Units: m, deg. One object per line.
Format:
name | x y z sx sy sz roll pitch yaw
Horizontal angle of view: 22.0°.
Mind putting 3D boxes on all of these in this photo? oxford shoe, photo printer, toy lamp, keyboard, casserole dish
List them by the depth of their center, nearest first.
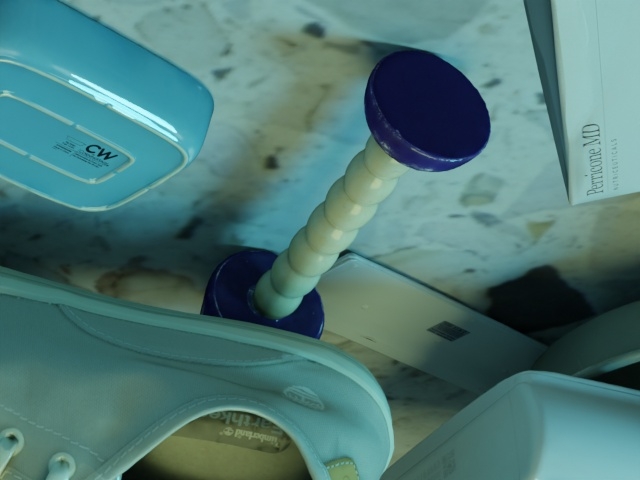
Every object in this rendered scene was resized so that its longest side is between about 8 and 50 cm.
casserole dish | -0.138 -0.065 0.844 0.114 0.037 0.188 -27 144 32
oxford shoe | -0.179 0.106 0.906 0.449 0.130 0.169 8 123 -4
toy lamp | 0.000 0.000 0.941 0.080 0.080 0.275 10 144 -26
keyboard | 0.079 0.064 1.125 0.072 0.014 0.256 -34 140 30
photo printer | 0.203 0.200 1.127 0.307 0.107 0.256 13 144 -24

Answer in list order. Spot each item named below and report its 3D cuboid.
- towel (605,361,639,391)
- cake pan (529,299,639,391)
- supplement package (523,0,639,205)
towel | 0.298 0.073 1.165 0.144 0.029 0.197 18 141 -30
cake pan | 0.269 0.117 1.153 0.293 0.054 0.293 -3 147 -2
supplement package | 0.181 -0.140 0.667 0.203 0.149 0.194 -11 149 6
